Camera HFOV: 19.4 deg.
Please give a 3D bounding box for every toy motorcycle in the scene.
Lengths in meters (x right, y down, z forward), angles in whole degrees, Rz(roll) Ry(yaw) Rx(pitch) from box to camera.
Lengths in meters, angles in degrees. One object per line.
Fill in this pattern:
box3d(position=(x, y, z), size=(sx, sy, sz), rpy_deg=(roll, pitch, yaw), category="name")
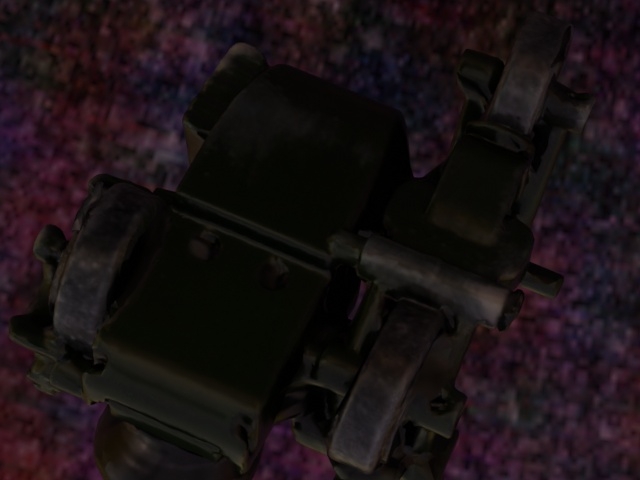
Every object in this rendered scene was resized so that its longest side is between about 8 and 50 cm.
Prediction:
box3d(position=(0.000, 0.000, 0.826), size=(0.205, 0.275, 0.127), rpy_deg=(22, 147, 10), category="toy motorcycle")
